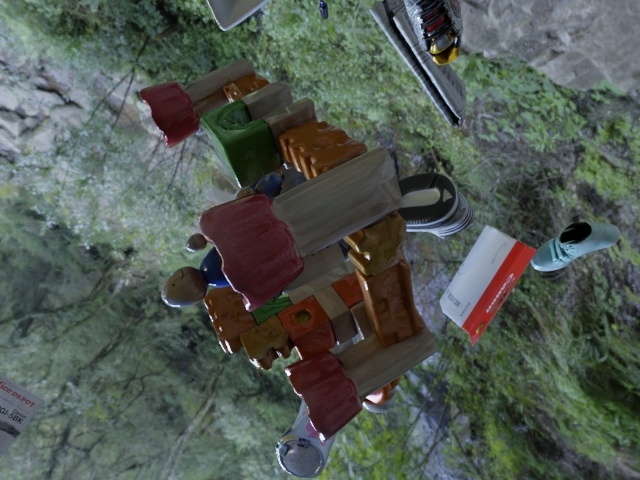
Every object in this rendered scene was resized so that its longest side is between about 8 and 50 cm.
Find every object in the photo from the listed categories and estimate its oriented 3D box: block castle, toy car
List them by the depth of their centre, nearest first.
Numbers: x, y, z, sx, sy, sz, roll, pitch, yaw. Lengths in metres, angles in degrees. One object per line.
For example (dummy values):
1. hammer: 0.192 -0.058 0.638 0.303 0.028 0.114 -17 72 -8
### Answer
1. block castle: -0.081 -0.015 0.562 0.212 0.453 0.303 -28 129 -10
2. toy car: 0.058 0.263 0.879 0.182 0.159 0.136 -1 -166 26

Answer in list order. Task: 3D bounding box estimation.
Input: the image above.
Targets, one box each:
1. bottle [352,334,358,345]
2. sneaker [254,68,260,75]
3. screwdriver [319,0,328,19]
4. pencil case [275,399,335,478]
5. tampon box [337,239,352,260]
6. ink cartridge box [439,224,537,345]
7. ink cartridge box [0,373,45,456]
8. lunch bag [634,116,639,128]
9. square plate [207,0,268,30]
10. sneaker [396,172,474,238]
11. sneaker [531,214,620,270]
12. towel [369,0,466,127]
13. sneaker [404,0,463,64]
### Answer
1. bottle: 0.139 0.236 1.223 0.118 0.283 0.092 2 126 59
2. sneaker: -0.226 -0.549 1.522 0.161 0.057 0.075 50 173 8
3. screwdriver: -0.001 -0.608 1.134 0.025 0.024 0.170 0 171 12
4. pencil case: -0.016 0.471 1.162 0.124 0.114 0.273 9 -164 14
5. tampon box: 0.000 0.000 0.842 0.120 0.161 0.101 45 167 8
6. ink cartridge box: 0.479 0.116 1.359 0.091 0.308 0.385 31 -170 8
7. ink cartridge box: -0.492 0.266 0.661 0.099 0.135 0.056 43 143 -21
8. lunch bag: 0.707 -0.242 0.716 0.287 0.235 0.169 26 -156 22
9. square plate: -0.073 -0.518 0.587 0.347 0.049 0.344 -16 107 31
10. sneaker: 0.196 -0.063 1.241 0.447 0.169 0.257 3 167 40
11. sneaker: 0.682 0.009 1.297 0.151 0.094 0.256 10 150 -31
12. towel: 0.252 -0.445 1.075 0.056 0.312 0.324 -32 106 33
13. sneaker: 0.175 -0.338 0.676 0.088 0.093 0.225 -18 170 23
